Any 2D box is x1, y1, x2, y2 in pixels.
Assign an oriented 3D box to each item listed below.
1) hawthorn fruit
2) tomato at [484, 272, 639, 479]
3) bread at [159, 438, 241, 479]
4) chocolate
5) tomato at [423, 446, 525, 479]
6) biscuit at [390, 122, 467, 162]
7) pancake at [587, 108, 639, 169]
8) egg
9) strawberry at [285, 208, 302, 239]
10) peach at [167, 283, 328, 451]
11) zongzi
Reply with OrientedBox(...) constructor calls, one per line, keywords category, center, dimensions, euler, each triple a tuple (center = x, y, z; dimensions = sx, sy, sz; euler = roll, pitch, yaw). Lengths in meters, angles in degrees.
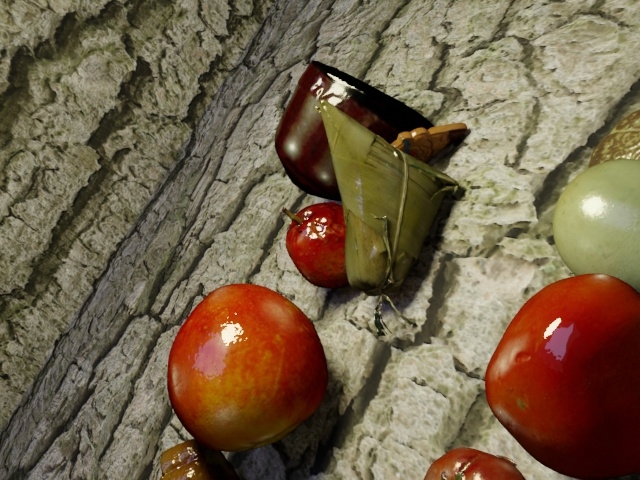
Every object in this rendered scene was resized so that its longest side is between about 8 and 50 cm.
OrientedBox(category="hawthorn fruit", center=(0.000, 0.000, 1.631), dimensions=(0.210, 0.266, 0.230), euler=(-42, 32, 32))
OrientedBox(category="tomato", center=(0.366, 0.198, 0.914), dimensions=(0.299, 0.227, 0.298), euler=(20, 113, 56))
OrientedBox(category="bread", center=(-0.280, 0.571, 1.495), dimensions=(0.135, 0.246, 0.232), euler=(-35, 42, 2))
OrientedBox(category="chocolate", center=(0.060, -0.272, 1.771), dimensions=(0.331, 0.384, 0.383), euler=(-64, 28, 16))
OrientedBox(category="tomato", center=(0.233, 0.443, 1.065), dimensions=(0.225, 0.085, 0.224), euler=(-36, 38, 34))
OrientedBox(category="biscuit", center=(0.240, -0.229, 1.632), dimensions=(0.280, 0.183, 0.043), euler=(-19, 71, 4))
OrientedBox(category="pancake", center=(0.597, -0.151, 1.175), dimensions=(0.250, 0.031, 0.250), euler=(-34, 36, 30))
OrientedBox(category="egg", center=(0.503, -0.004, 0.994), dimensions=(0.218, 0.218, 0.295), euler=(-54, 46, 2))
OrientedBox(category="strawberry", center=(-0.022, 0.008, 1.820), dimensions=(0.140, 0.085, 0.192), euler=(-34, 65, -15))
OrientedBox(category="peach", center=(-0.167, 0.279, 1.470), dimensions=(0.388, 0.388, 0.388), euler=(-35, 37, 31))
OrientedBox(category="zongzi", center=(0.077, -0.048, 1.459), dimensions=(0.181, 0.418, 0.446), euler=(-17, 43, 60))
